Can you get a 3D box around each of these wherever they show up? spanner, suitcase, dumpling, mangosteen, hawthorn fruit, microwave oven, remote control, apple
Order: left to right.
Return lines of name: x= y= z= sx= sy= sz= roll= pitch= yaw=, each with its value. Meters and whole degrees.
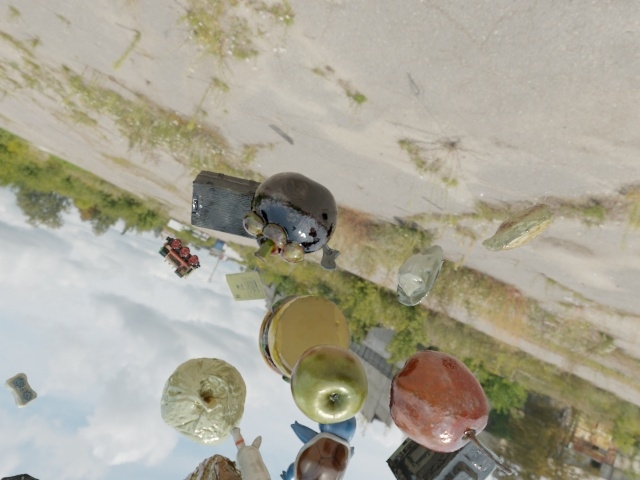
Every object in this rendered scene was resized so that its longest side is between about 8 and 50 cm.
remote control: x=-1.123 y=0.561 z=1.588 sx=0.032 sy=0.122 sz=0.074 roll=-20 pitch=-171 yaw=27
suitcase: x=-0.369 y=-0.149 z=1.792 sx=0.335 sy=0.229 sz=0.152 roll=13 pitch=-150 yaw=-2
mangosteen: x=-0.100 y=-0.057 z=1.294 sx=0.275 sy=0.302 sz=0.275 roll=29 pitch=157 yaw=14
spanner: x=0.000 y=0.000 z=1.699 sx=0.325 sy=0.093 sz=0.026 roll=62 pitch=178 yaw=40
apple: x=0.028 y=0.451 z=1.320 sx=0.261 sy=0.260 sz=0.194 roll=26 pitch=-169 yaw=-16
dumpling: x=0.359 y=0.123 z=1.494 sx=0.142 sy=0.247 sz=0.172 roll=29 pitch=-179 yaw=-22
microwave oven: x=0.401 y=0.735 z=1.420 sx=0.181 sy=0.295 sz=0.237 roll=45 pitch=177 yaw=-17
hawthorn fruit: x=0.291 y=0.386 z=1.029 sx=0.235 sy=0.231 sz=0.263 roll=28 pitch=157 yaw=-21

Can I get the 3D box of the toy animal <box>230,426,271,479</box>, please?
toy animal: x=-0.271 y=0.853 z=1.588 sx=0.141 sy=0.138 sz=0.282 roll=20 pitch=-161 yaw=-39

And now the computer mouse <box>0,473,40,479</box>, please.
computer mouse: x=-0.993 y=0.814 z=1.374 sx=0.113 sy=0.228 sz=0.068 roll=22 pitch=-159 yaw=-31

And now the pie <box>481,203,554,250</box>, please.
pie: x=0.563 y=-0.032 z=1.204 sx=0.179 sy=0.205 sz=0.084 roll=-11 pitch=-117 yaw=-43

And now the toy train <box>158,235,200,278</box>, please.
toy train: x=-0.445 y=0.053 z=1.327 sx=0.138 sy=0.087 sz=0.050 roll=45 pitch=167 yaw=-10

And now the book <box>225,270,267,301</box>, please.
book: x=-0.386 y=0.239 z=2.180 sx=0.193 sy=0.167 sz=0.013 roll=-7 pitch=-155 yaw=22

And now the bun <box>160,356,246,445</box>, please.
bun: x=-0.458 y=0.651 z=1.721 sx=0.349 sy=0.352 sz=0.227 roll=1 pitch=159 yaw=-30

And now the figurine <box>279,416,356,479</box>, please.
figurine: x=-0.005 y=0.833 z=1.592 sx=0.298 sy=0.416 sz=0.243 roll=27 pitch=143 yaw=-4

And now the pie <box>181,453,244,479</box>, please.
pie: x=-0.239 y=0.559 z=0.817 sx=0.085 sy=0.308 sz=0.308 roll=37 pitch=170 yaw=-20

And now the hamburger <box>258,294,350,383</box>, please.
hamburger: x=-0.078 y=0.422 z=1.893 sx=0.396 sy=0.395 sz=0.277 roll=26 pitch=159 yaw=-18
